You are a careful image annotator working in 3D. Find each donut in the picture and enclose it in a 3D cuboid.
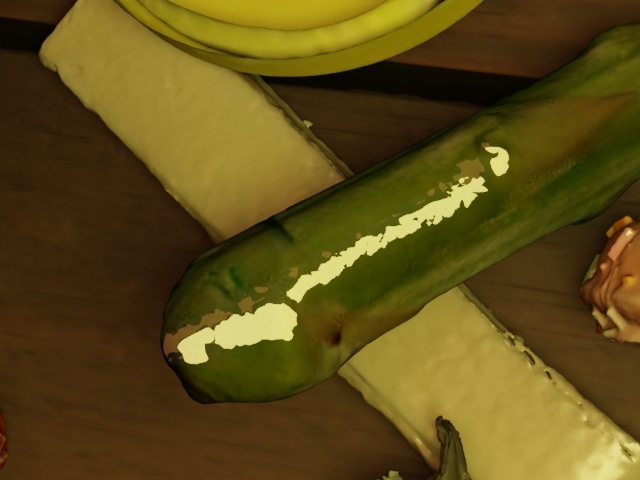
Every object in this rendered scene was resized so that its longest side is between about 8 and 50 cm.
[{"bbox_3d":[0.189,0.028,0.786,0.166,0.117,0.065,13,90,21],"label":"donut"}]

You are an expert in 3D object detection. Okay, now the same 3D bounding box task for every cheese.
[{"bbox_3d":[0.000,0.001,0.906,0.400,0.034,0.085,45,102,21],"label":"cheese"}]

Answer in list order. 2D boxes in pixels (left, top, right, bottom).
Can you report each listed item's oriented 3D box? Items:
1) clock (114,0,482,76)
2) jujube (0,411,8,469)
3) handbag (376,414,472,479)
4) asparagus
[{"bbox_3d":[-0.007,-0.218,0.922,0.293,0.071,0.277,19,84,22],"label":"clock"},{"bbox_3d":[-0.217,0.080,0.951,0.077,0.077,0.129,-42,75,9],"label":"jujube"},{"bbox_3d":[0.075,0.226,0.796,0.182,0.117,0.270,-39,70,6],"label":"handbag"},{"bbox_3d":[0.079,-0.026,0.833,0.343,0.085,0.082,-30,75,-6],"label":"asparagus"}]
